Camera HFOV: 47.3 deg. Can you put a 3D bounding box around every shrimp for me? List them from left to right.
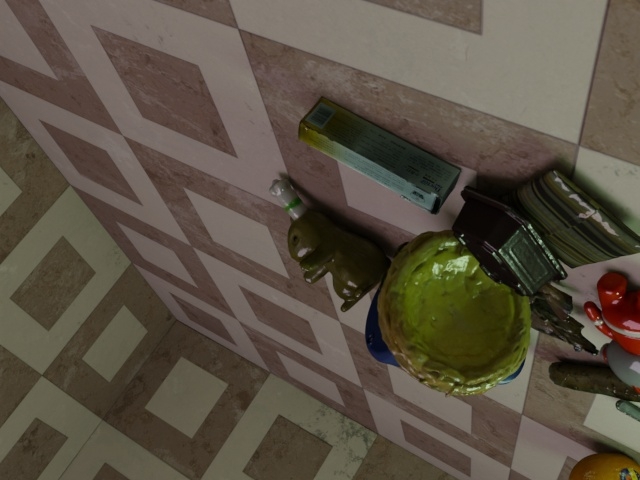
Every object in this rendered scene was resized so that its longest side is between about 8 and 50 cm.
[{"bbox_3d":[0.473,0.136,1.521,0.254,0.059,0.145,32,144,44],"label":"shrimp"}]

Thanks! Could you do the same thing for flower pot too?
[{"bbox_3d":[0.338,0.016,1.364,0.251,0.084,0.179,45,172,-38],"label":"flower pot"}]

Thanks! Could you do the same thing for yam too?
[{"bbox_3d":[0.656,0.321,1.652,0.317,0.071,0.067,-2,102,58],"label":"yam"}]

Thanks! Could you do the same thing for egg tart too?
[{"bbox_3d":[0.257,0.149,1.472,0.345,0.345,0.132,36,152,-4],"label":"egg tart"}]

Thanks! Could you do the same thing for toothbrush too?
[{"bbox_3d":[0.838,0.464,1.740,0.297,0.030,0.030,31,168,8],"label":"toothbrush"}]

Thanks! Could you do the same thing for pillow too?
[{"bbox_3d":[0.422,-0.030,1.265,0.208,0.052,0.212,37,163,-6],"label":"pillow"}]

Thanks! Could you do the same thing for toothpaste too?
[{"bbox_3d":[0.110,-0.164,1.394,0.312,0.089,0.071,30,151,13],"label":"toothpaste"}]

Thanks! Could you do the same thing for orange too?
[{"bbox_3d":[0.804,0.688,2.034,0.219,0.193,0.219,-7,140,-6],"label":"orange"}]

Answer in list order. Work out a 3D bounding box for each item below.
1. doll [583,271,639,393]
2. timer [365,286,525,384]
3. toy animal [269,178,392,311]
[{"bbox_3d":[0.619,0.195,1.407,0.199,0.105,0.337,13,142,42],"label":"doll"},{"bbox_3d":[0.328,0.221,1.728,0.383,0.271,0.270,26,162,-20],"label":"timer"},{"bbox_3d":[-0.005,0.018,1.821,0.362,0.180,0.181,33,164,8],"label":"toy animal"}]
